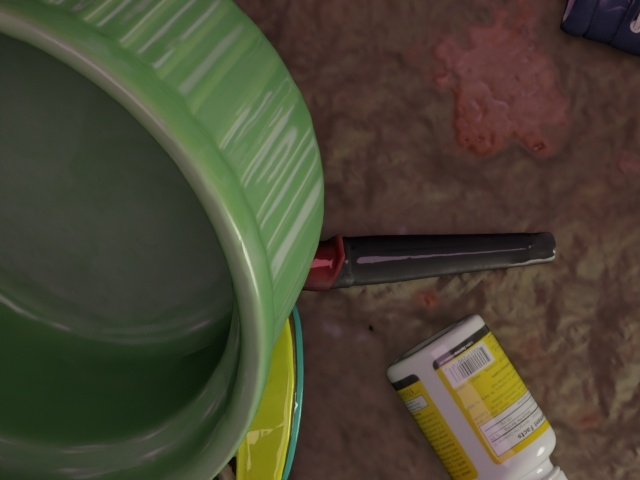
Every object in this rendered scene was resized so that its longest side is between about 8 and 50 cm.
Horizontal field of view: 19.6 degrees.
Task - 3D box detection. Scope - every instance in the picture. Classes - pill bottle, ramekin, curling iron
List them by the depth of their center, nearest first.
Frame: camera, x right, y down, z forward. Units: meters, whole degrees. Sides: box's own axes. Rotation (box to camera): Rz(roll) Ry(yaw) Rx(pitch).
[{"bbox_3d":[-0.145,-0.015,0.944,0.303,0.148,0.303,10,123,16],"label":"ramekin"},{"bbox_3d":[0.093,0.105,1.052,0.065,0.065,0.116,-32,89,-3],"label":"pill bottle"},{"bbox_3d":[0.000,0.000,1.067,0.274,0.035,0.068,3,88,-2],"label":"curling iron"}]

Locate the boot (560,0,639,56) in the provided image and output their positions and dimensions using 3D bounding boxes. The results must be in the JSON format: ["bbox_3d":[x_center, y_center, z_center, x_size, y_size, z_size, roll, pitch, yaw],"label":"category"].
[{"bbox_3d":[0.201,-0.198,1.064,0.086,0.069,0.190,15,89,-4],"label":"boot"}]

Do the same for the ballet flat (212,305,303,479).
[{"bbox_3d":[-0.055,0.142,1.035,0.077,0.077,0.231,3,90,-24],"label":"ballet flat"}]
